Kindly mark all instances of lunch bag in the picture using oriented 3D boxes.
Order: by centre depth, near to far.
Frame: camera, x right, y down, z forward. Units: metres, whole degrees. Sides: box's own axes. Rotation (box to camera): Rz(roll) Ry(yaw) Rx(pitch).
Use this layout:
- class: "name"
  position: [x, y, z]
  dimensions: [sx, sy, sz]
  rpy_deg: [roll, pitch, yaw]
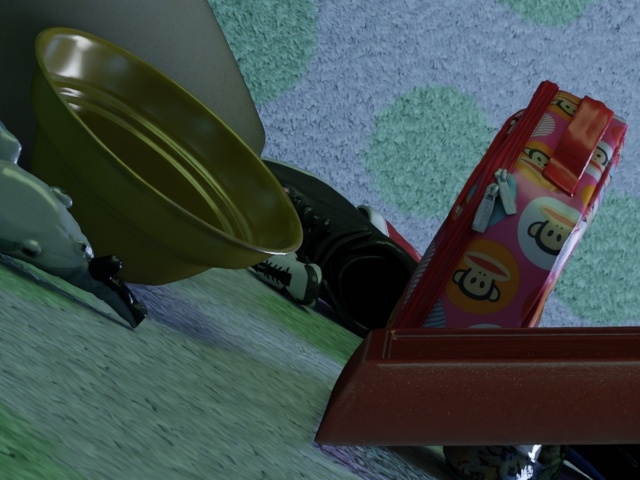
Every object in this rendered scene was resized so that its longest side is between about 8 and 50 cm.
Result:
- class: "lunch bag"
  position: [0.172, -0.011, 1.558]
  dimensions: [0.120, 0.258, 0.293]
  rpy_deg: [30, 30, 5]

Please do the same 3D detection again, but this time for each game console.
- class: "game console"
  position: [0.234, 0.181, 1.445]
  dimensions: [0.213, 0.044, 0.361]
  rpy_deg: [46, -4, 3]

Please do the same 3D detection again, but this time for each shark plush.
- class: "shark plush"
  position: [-0.162, -0.011, 1.016]
  dimensions: [0.161, 0.073, 0.067]
  rpy_deg: [25, -26, -12]

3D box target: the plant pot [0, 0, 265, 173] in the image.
- class: "plant pot"
  position: [-0.176, -0.133, 1.352]
  dimensions: [0.274, 0.256, 0.256]
  rpy_deg: [47, -3, -23]

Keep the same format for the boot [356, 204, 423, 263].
- class: "boot"
  position: [0.111, 0.052, 2.145]
  dimensions: [0.176, 0.088, 0.244]
  rpy_deg: [30, 12, -22]

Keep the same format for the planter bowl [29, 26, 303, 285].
- class: "planter bowl"
  position: [-0.122, -0.036, 1.185]
  dimensions: [0.217, 0.090, 0.217]
  rpy_deg: [37, 18, -14]

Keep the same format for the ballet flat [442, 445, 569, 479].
- class: "ballet flat"
  position: [0.131, 0.138, 1.239]
  dimensions: [0.070, 0.070, 0.188]
  rpy_deg: [32, 4, 15]

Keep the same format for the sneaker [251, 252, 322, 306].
- class: "sneaker"
  position: [-0.033, 0.032, 1.642]
  dimensions: [0.044, 0.040, 0.109]
  rpy_deg: [10, 10, -28]

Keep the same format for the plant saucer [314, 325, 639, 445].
- class: "plant saucer"
  position: [0.131, 0.084, 1.110]
  dimensions: [0.258, 0.047, 0.259]
  rpy_deg: [-1, 2, 3]

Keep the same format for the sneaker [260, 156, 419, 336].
- class: "sneaker"
  position: [0.000, 0.000, 1.734]
  dimensions: [0.296, 0.104, 0.147]
  rpy_deg: [36, -1, 12]
